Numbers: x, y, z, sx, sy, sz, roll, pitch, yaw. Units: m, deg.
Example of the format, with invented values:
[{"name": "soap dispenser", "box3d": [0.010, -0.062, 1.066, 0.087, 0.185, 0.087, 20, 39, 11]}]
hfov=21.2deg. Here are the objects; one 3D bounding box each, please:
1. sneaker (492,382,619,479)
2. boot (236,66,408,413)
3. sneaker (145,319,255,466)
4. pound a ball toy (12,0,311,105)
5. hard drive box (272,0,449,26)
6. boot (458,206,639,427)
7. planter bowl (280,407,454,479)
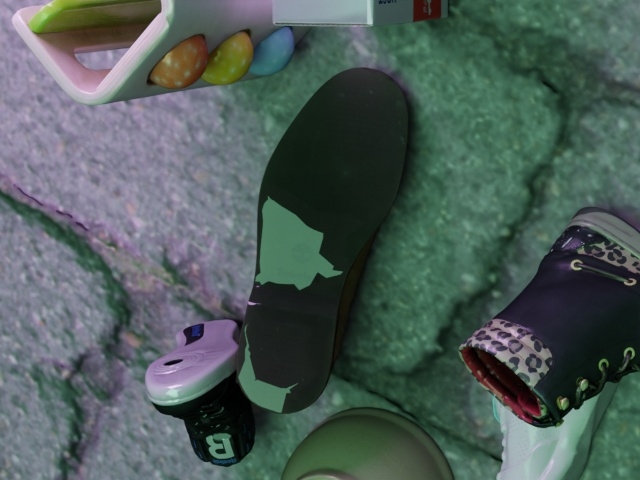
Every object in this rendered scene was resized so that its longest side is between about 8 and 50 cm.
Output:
[{"name": "sneaker", "box3d": [0.179, 0.165, 1.453, 0.094, 0.080, 0.212, 27, 100, 23]}, {"name": "boot", "box3d": [0.000, 0.000, 1.490, 0.112, 0.115, 0.305, 17, 86, 8]}, {"name": "sneaker", "box3d": [-0.094, 0.149, 1.501, 0.079, 0.217, 0.121, -11, 99, 8]}, {"name": "pound a ball toy", "box3d": [-0.092, -0.206, 1.370, 0.208, 0.319, 0.136, -45, 80, 24]}, {"name": "hard drive box", "box3d": [0.034, -0.291, 1.375, 0.089, 0.181, 0.232, 4, 102, 23]}, {"name": "boot", "box3d": [0.244, 0.099, 1.345, 0.236, 0.178, 0.085, 39, 153, 19]}, {"name": "planter bowl", "box3d": [0.026, 0.238, 1.512, 0.162, 0.109, 0.162, 5, 101, 25]}]
